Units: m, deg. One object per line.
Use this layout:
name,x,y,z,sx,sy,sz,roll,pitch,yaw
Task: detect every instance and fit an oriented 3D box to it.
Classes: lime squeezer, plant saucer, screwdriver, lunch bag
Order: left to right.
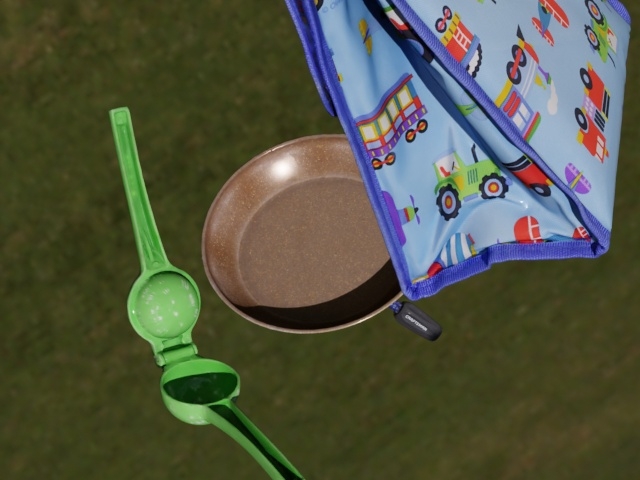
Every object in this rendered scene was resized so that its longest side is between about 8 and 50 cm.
lime squeezer,-0.099,0.059,1.212,0.059,0.310,0.110,-22,157,-10
plant saucer,0.000,0.000,1.457,0.198,0.198,0.036,-33,146,-11
screwdriver,0.052,0.047,1.691,0.025,0.170,0.024,-36,-154,38
lunch bag,0.060,-0.152,0.998,0.138,0.293,0.221,-15,-143,26
